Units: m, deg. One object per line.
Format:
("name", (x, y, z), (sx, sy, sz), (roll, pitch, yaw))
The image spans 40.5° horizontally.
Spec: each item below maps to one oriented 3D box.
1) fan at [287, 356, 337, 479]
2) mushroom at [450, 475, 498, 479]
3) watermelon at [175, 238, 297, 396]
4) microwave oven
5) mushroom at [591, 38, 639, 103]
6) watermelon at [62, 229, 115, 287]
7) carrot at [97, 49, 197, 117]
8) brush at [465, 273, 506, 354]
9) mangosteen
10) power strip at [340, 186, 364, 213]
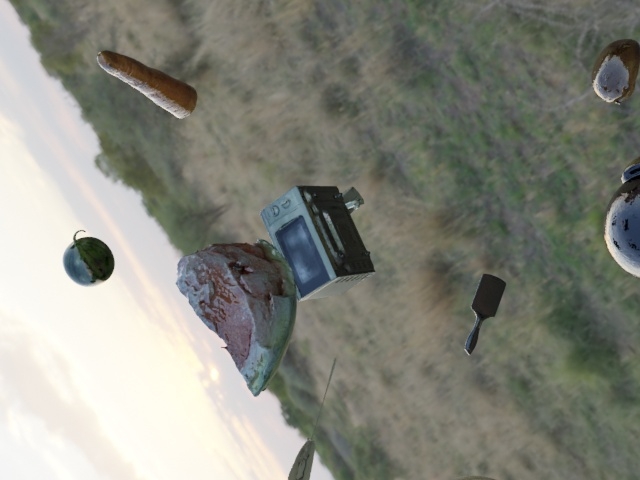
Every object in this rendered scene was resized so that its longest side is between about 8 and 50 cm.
("fan", (-0.030, 0.442, 1.820), (0.012, 0.415, 0.233), (15, 167, 13))
("mushroom", (0.252, 0.475, 1.383), (0.188, 0.195, 0.254), (22, 160, 16))
("watermelon", (-0.078, 0.054, 0.867), (0.139, 0.071, 0.187), (29, -147, -23))
("microwave oven", (0.000, 0.000, 1.744), (0.163, 0.129, 0.205), (-7, -112, -51))
("mushroom", (0.554, -0.315, 1.605), (0.087, 0.127, 0.127), (19, 176, -6))
("watermelon", (-0.445, 0.038, 1.652), (0.109, 0.109, 0.109), (55, 173, 10))
("carrot", (-0.298, -0.273, 1.472), (0.209, 0.061, 0.061), (24, -158, -53))
("brush", (0.374, 0.173, 2.022), (0.062, 0.194, 0.016), (22, 172, -1))
("mangosteen", (0.715, -0.059, 1.802), (0.275, 0.274, 0.302), (74, -165, -68))
("power strip", (0.035, -0.075, 2.232), (0.053, 0.093, 0.288), (51, 154, -6))
